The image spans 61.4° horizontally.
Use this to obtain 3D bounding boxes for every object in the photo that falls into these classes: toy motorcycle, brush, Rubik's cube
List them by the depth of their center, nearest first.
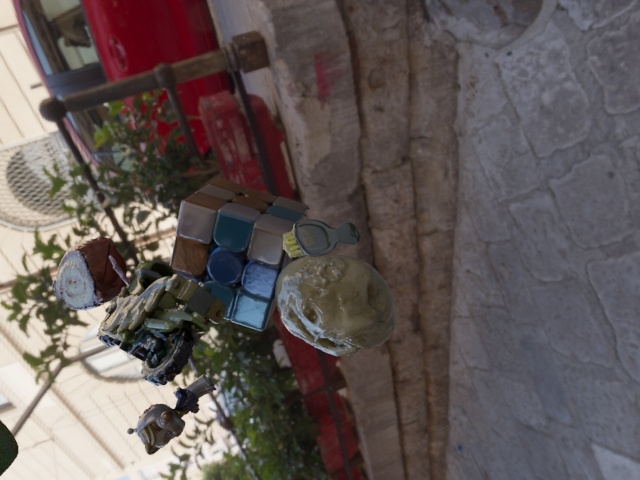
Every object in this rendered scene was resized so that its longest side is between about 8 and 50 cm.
[{"bbox_3d":[0.000,0.000,1.004,0.297,0.060,0.068,-5,-108,-67],"label":"brush"},{"bbox_3d":[-0.366,0.169,1.202,0.410,0.237,0.169,13,157,51],"label":"toy motorcycle"},{"bbox_3d":[-0.263,0.031,1.748,0.347,0.344,0.346,-63,-10,-71],"label":"Rubik's cube"}]

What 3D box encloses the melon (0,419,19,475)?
[{"bbox_3d":[-1.145,0.625,1.638,0.343,0.226,0.331,58,-154,-12],"label":"melon"}]

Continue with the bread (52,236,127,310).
[{"bbox_3d":[-0.648,0.096,1.511,0.244,0.123,0.190,-16,90,38],"label":"bread"}]

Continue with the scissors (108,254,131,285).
[{"bbox_3d":[-0.499,0.117,1.416,0.100,0.015,0.189,38,158,44],"label":"scissors"}]

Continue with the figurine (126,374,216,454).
[{"bbox_3d":[-0.453,0.527,1.674,0.133,0.274,0.194,40,178,18],"label":"figurine"}]

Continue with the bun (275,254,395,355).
[{"bbox_3d":[0.032,0.194,1.532,0.362,0.326,0.234,37,-132,-31],"label":"bun"}]
